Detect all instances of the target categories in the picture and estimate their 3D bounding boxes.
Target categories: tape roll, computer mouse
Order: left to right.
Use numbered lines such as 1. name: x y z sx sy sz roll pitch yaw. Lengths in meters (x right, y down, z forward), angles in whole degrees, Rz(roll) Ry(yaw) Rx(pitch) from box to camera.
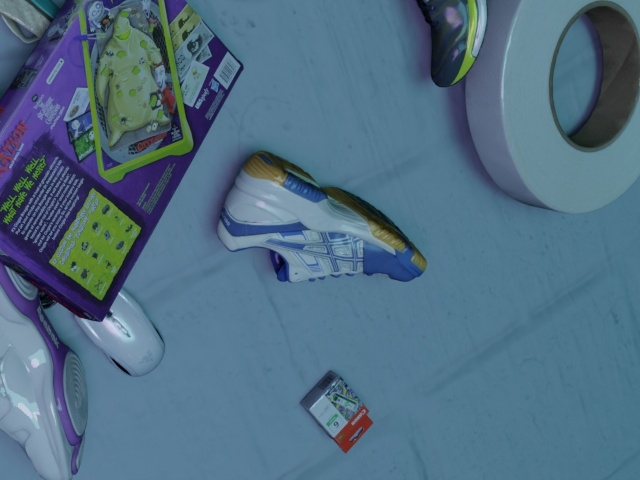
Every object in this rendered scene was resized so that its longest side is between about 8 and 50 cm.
1. computer mouse: -0.241 0.085 1.108 0.106 0.042 0.193 -45 118 -15
2. tape roll: 0.361 -0.232 1.349 0.392 0.072 0.392 -11 108 -36

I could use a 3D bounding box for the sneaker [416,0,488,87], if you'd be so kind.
1. sneaker: 0.135 -0.343 1.218 0.121 0.111 0.300 -9 104 -11

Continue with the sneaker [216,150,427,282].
1. sneaker: 0.000 0.000 1.212 0.296 0.112 0.131 27 104 -30

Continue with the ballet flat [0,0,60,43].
1. ballet flat: -0.284 -0.219 1.021 0.052 0.057 0.168 -34 124 19

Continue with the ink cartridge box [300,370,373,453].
1. ink cartridge box: 0.030 0.238 1.306 0.063 0.029 0.115 -46 118 -15

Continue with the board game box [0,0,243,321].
1. board game box: -0.226 -0.115 1.002 0.208 0.056 0.347 49 59 -44

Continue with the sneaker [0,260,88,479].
1. sneaker: -0.348 0.131 1.030 0.152 0.114 0.305 -16 109 4
